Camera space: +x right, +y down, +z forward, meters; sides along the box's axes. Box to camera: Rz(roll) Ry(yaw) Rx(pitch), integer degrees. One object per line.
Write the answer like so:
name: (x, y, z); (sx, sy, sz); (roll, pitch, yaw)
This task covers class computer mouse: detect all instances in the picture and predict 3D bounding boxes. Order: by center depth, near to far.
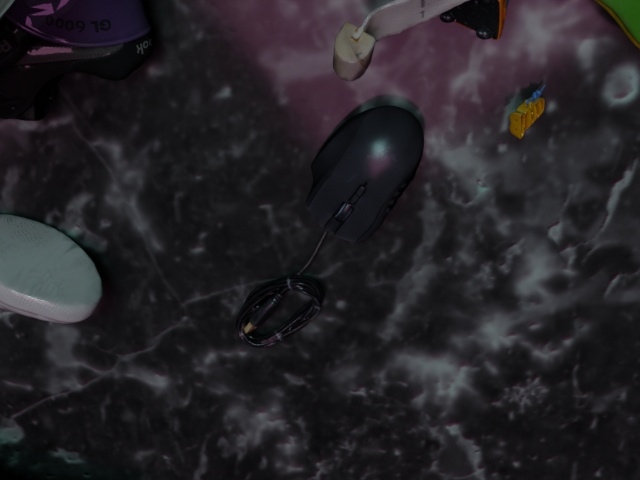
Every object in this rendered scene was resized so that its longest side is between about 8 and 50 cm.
computer mouse: (0.000, 0.000, 0.621); (0.071, 0.041, 0.242); (29, 116, -6)

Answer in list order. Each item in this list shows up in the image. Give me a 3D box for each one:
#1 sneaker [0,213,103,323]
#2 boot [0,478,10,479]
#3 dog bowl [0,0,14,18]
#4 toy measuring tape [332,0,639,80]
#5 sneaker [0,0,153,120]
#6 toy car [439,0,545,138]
sneaker: (-0.280, 0.029, 0.667); (0.212, 0.080, 0.094); (22, 127, 6)
boot: (-0.429, 0.336, 0.776); (0.445, 0.146, 0.367); (17, 106, -4)
dog bowl: (-0.316, -0.186, 0.369); (0.349, 0.349, 0.102); (46, 141, -12)
toy measuring tape: (0.175, -0.133, 0.464); (0.330, 0.121, 0.121); (-24, 110, -3)
sneaker: (-0.258, -0.131, 0.570); (0.283, 0.107, 0.124); (-12, 118, 14)
toy car: (0.119, -0.135, 0.555); (0.040, 0.060, 0.122); (-42, 129, -21)
